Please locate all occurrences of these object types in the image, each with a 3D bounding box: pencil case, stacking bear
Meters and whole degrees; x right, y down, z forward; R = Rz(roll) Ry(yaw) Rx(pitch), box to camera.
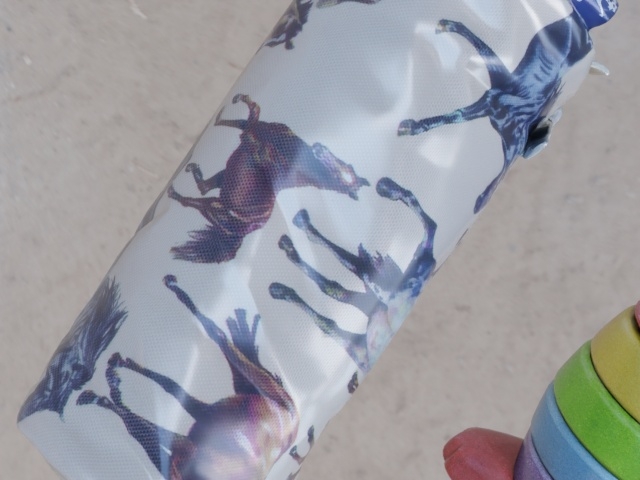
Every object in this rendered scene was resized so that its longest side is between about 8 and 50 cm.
[{"bbox_3d":[0.000,0.000,0.805,0.183,0.160,0.410,35,82,-10],"label":"pencil case"},{"bbox_3d":[0.229,0.100,0.907,0.164,0.175,0.289,22,116,-20],"label":"stacking bear"}]
